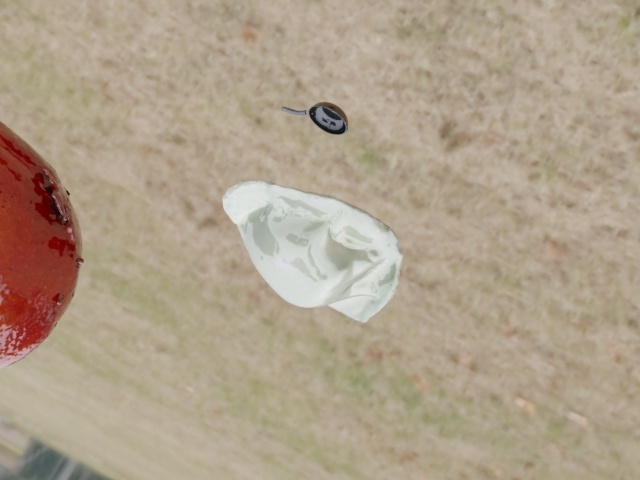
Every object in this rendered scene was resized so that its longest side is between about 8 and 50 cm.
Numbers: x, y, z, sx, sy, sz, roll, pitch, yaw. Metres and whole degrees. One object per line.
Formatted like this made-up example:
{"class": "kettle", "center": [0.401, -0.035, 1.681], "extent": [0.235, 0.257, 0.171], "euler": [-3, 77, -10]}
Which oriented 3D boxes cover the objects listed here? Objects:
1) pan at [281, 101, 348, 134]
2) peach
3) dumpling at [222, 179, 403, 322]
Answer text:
{"class": "pan", "center": [-0.006, -0.200, 1.623], "extent": [0.115, 0.023, 0.068], "euler": [18, 153, 18]}
{"class": "peach", "center": [-0.465, -0.008, 1.237], "extent": [0.370, 0.370, 0.370], "euler": [26, 162, 10]}
{"class": "dumpling", "center": [0.000, 0.000, 1.291], "extent": [0.252, 0.131, 0.179], "euler": [44, 143, -12]}
